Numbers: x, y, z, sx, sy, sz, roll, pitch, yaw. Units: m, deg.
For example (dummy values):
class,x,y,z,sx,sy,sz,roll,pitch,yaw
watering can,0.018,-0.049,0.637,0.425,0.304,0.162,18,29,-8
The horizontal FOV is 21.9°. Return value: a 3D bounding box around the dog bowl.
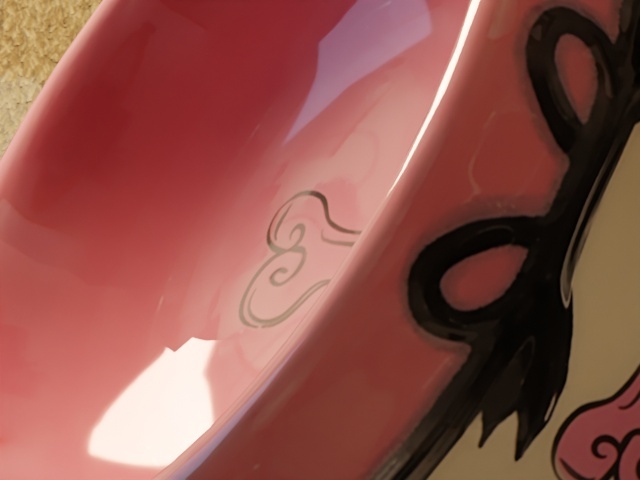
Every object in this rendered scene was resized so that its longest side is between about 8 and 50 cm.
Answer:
class,x,y,z,sx,sy,sz,roll,pitch,yaw
dog bowl,0.000,0.000,0.619,0.408,0.150,0.408,-39,32,30
